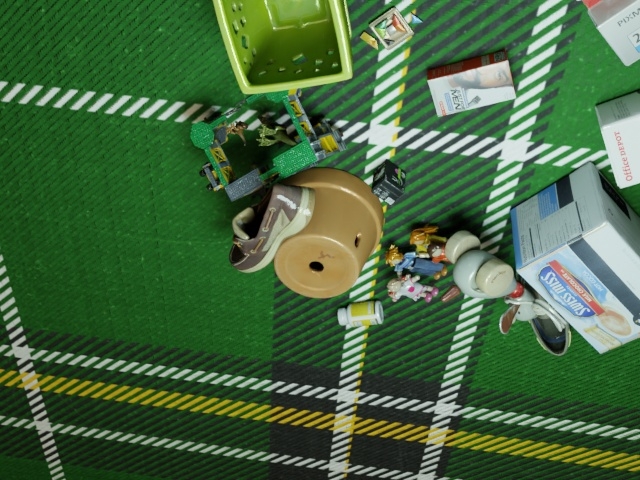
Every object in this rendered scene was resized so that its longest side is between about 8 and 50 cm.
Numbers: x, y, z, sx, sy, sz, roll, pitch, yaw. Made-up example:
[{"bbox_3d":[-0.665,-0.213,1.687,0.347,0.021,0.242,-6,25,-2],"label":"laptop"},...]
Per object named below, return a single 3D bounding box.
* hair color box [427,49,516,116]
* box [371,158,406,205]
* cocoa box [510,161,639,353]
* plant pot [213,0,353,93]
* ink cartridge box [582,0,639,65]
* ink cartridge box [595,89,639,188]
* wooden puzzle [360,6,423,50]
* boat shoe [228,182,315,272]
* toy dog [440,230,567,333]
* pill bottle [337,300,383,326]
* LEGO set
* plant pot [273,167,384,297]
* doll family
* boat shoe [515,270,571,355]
[{"bbox_3d":[0.316,-0.328,1.586,0.167,0.053,0.093,-12,126,17],"label":"hair color box"},{"bbox_3d":[0.158,-0.135,1.751,0.062,0.083,0.052,33,128,-18],"label":"box"},{"bbox_3d":[0.630,0.046,1.732,0.228,0.231,0.347,-34,117,31],"label":"cocoa box"},{"bbox_3d":[-0.056,-0.438,1.450,0.228,0.207,0.227,-5,128,13],"label":"plant pot"},{"bbox_3d":[0.618,-0.484,1.350,0.296,0.066,0.261,-34,135,28],"label":"ink cartridge box"},{"bbox_3d":[0.715,-0.231,1.574,0.237,0.100,0.172,-18,125,21],"label":"ink cartridge box"},{"bbox_3d":[0.145,-0.432,1.551,0.078,0.014,0.116,39,124,-23],"label":"wooden puzzle"},{"bbox_3d":[-0.142,-0.032,1.688,0.123,0.123,0.342,16,151,-26],"label":"boat shoe"},{"bbox_3d":[0.390,0.130,1.760,0.334,0.220,0.161,41,96,-21],"label":"toy dog"},{"bbox_3d":[0.109,0.201,2.052,0.116,0.065,0.065,-8,128,15],"label":"pill bottle"},{"bbox_3d":[-0.104,-0.231,1.689,0.331,0.192,0.255,-35,88,29],"label":"LEGO set"},{"bbox_3d":[0.000,0.000,1.812,0.291,0.203,0.290,5,131,6],"label":"plant pot"},{"bbox_3d":[0.253,0.045,1.880,0.163,0.118,0.263,16,137,-28],"label":"doll family"},{"bbox_3d":[0.578,0.170,1.936,0.109,0.091,0.305,-15,126,20],"label":"boat shoe"}]
